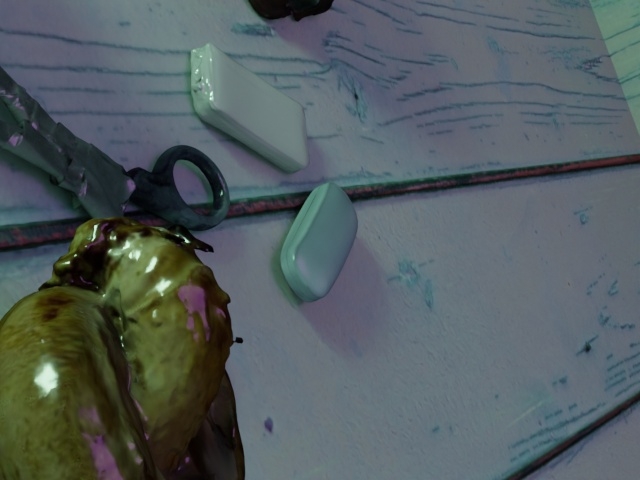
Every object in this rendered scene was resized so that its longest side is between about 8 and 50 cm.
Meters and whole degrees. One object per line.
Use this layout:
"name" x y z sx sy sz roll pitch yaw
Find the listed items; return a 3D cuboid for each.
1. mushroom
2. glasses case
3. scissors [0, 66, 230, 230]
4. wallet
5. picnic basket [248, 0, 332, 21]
"mushroom" -0.153 0.125 1.011 0.263 0.195 0.283 25 66 -61
"glasses case" 0.000 0.000 1.502 0.067 0.045 0.178 56 31 -21
"scissors" -0.207 -0.053 1.208 0.383 0.029 0.256 41 40 -42
"wallet" -0.076 -0.143 1.487 0.190 0.033 0.095 28 46 -50
"picnic basket" -0.040 -0.424 1.637 0.222 0.129 0.297 -26 92 -59
